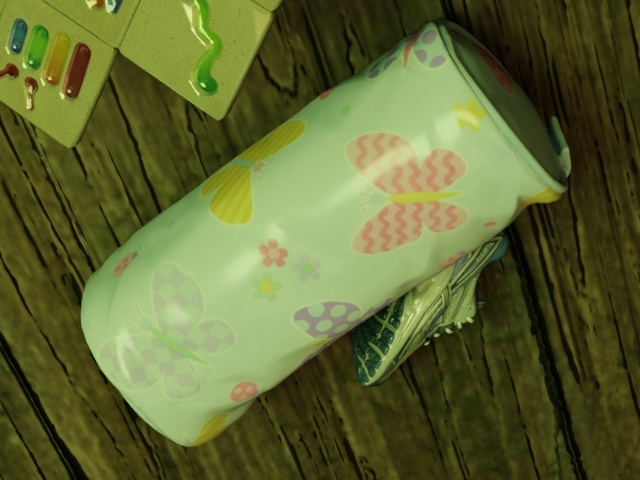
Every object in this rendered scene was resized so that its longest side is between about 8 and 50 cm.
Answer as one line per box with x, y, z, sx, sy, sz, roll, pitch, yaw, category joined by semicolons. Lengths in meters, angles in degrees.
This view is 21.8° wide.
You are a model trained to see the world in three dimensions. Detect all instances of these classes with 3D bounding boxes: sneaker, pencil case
0.066;0.039;0.977;0.058;0.052;0.135;17;122;-25;sneaker
0.000;0.000;0.897;0.273;0.113;0.124;-37;113;17;pencil case

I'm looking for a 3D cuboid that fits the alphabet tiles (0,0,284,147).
-0.108;-0.219;0.687;0.285;0.011;0.342;35;121;11;alphabet tiles
